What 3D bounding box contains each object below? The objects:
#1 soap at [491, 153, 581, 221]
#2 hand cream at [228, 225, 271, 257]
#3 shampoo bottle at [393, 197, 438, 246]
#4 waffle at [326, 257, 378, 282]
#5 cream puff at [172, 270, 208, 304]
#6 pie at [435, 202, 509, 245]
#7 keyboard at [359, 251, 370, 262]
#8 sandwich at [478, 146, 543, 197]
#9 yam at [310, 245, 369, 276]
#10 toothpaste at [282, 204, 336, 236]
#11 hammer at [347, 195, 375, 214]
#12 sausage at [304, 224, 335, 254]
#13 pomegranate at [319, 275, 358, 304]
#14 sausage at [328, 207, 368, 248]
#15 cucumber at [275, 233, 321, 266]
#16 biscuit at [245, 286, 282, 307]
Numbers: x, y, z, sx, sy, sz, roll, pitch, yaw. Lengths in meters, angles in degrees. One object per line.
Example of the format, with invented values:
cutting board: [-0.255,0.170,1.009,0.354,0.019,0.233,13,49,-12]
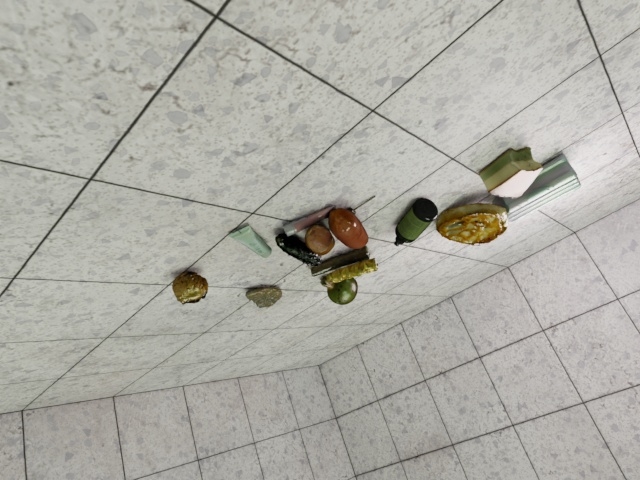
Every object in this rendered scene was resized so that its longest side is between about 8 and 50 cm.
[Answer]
soap: [0.914,-0.206,1.948,0.347,0.115,0.208,-33,152,26]
hand cream: [-0.232,0.005,1.557,0.078,0.050,0.205,-23,152,11]
shampoo bottle: [0.369,-0.057,1.842,0.101,0.101,0.284,-10,155,-23]
waffle: [0.162,0.130,2.017,0.283,0.065,0.309,-12,175,-39]
cream puff: [-0.468,0.164,1.623,0.133,0.119,0.104,-19,139,-54]
pie: [0.655,-0.074,1.981,0.315,0.092,0.315,4,156,2]
keyboard: [0.207,0.090,2.134,0.049,0.015,0.129,-18,157,-6]
sandwich: [0.741,-0.254,1.710,0.220,0.108,0.186,3,148,-39]
yam: [0.084,0.093,1.991,0.274,0.061,0.061,-20,157,0]
toothpaste: [-0.034,-0.071,1.566,0.194,0.043,0.067,-24,160,-9]
hammer: [0.149,-0.129,1.619,0.110,0.019,0.035,-33,154,15]
sausage: [-0.002,0.001,1.626,0.109,0.109,0.270,-22,172,3]
pomegranate: [0.088,0.227,2.192,0.205,0.159,0.159,28,133,-26]
sausage: [0.097,-0.043,1.629,0.113,0.113,0.259,-25,159,10]
cucumber: [-0.090,0.029,1.686,0.072,0.081,0.303,-54,148,1]
biscuit: [-0.247,0.254,2.088,0.141,0.038,0.290,-21,158,0]
